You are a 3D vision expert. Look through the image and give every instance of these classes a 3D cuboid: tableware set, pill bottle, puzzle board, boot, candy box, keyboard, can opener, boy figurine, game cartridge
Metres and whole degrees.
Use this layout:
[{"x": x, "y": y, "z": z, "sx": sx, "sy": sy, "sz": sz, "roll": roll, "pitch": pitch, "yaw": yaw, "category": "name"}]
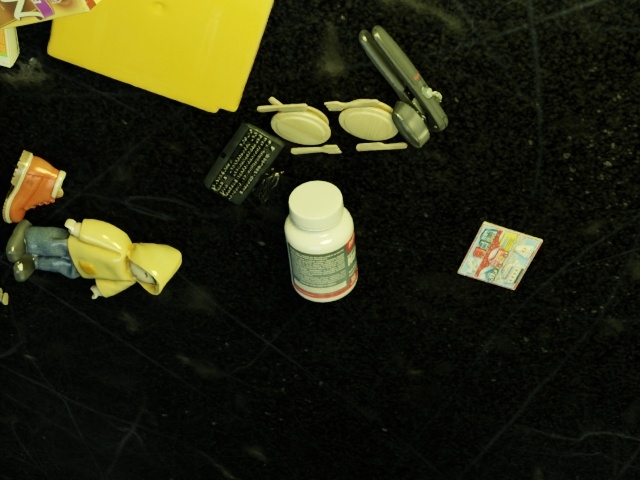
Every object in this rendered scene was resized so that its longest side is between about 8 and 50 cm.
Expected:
[{"x": 0.022, "y": -0.174, "z": 1.806, "sx": 0.194, "sy": 0.039, "sz": 0.128, "roll": -1, "pitch": 152, "yaw": 26, "category": "tableware set"}, {"x": 0.000, "y": 0.000, "z": 1.955, "sx": 0.108, "sy": 0.108, "sz": 0.180, "roll": 5, "pitch": 138, "yaw": 11, "category": "pill bottle"}, {"x": 0.279, "y": 0.027, "z": 1.976, "sx": 0.096, "sy": 0.011, "sz": 0.128, "roll": 17, "pitch": 139, "yaw": -3, "category": "puzzle board"}, {"x": -0.464, "y": -0.072, "z": 2.054, "sx": 0.085, "sy": 0.059, "sz": 0.158, "roll": 21, "pitch": 138, "yaw": -14, "category": "boot"}, {"x": -0.383, "y": -0.345, "z": 1.670, "sx": 0.187, "sy": 0.053, "sz": 0.109, "roll": -3, "pitch": 129, "yaw": 36, "category": "candy box"}, {"x": -0.109, "y": -0.100, "z": 1.911, "sx": 0.100, "sy": 0.038, "sz": 0.192, "roll": 25, "pitch": 147, "yaw": -11, "category": "keyboard"}, {"x": 0.115, "y": -0.215, "z": 1.723, "sx": 0.059, "sy": 0.073, "sz": 0.186, "roll": -10, "pitch": 125, "yaw": 37, "category": "can opener"}, {"x": -0.371, "y": 0.038, "z": 2.123, "sx": 0.285, "sy": 0.092, "sz": 0.177, "roll": 9, "pitch": 136, "yaw": 11, "category": "boy figurine"}, {"x": -0.211, "y": -0.327, "z": 1.704, "sx": 0.285, "sy": 0.052, "sz": 0.323, "roll": 19, "pitch": 141, "yaw": -5, "category": "game cartridge"}]

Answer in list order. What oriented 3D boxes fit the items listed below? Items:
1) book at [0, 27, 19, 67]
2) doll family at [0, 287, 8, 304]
[{"x": -0.486, "y": -0.321, "z": 1.801, "sx": 0.096, "sy": 0.035, "sz": 0.144, "roll": 12, "pitch": 137, "yaw": 5, "category": "book"}, {"x": -0.646, "y": 0.083, "z": 2.267, "sx": 0.111, "sy": 0.076, "sz": 0.193, "roll": -7, "pitch": 137, "yaw": 17, "category": "doll family"}]
